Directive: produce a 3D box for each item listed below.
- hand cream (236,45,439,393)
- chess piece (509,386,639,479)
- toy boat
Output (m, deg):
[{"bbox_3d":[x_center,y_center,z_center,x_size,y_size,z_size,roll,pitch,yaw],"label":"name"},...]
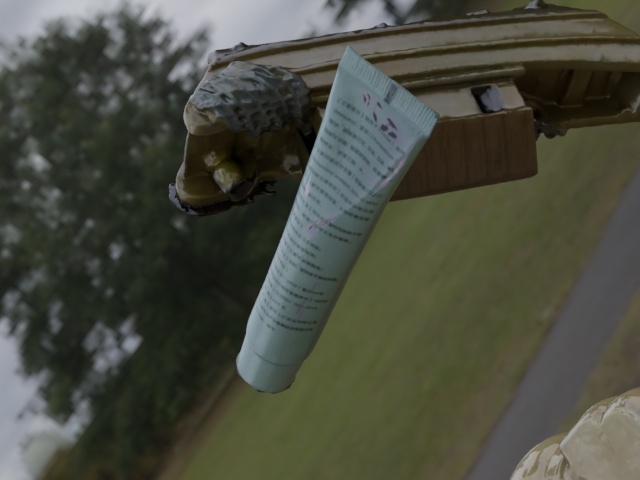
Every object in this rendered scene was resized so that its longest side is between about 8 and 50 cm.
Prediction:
[{"bbox_3d":[0.000,0.000,1.359,0.058,0.085,0.331,-33,-23,-38],"label":"hand cream"},{"bbox_3d":[0.106,0.208,1.067,0.117,0.117,0.397,-55,-1,-43],"label":"chess piece"},{"bbox_3d":[0.093,-0.109,1.518,0.445,0.162,0.136,-11,-37,-19],"label":"toy boat"}]
